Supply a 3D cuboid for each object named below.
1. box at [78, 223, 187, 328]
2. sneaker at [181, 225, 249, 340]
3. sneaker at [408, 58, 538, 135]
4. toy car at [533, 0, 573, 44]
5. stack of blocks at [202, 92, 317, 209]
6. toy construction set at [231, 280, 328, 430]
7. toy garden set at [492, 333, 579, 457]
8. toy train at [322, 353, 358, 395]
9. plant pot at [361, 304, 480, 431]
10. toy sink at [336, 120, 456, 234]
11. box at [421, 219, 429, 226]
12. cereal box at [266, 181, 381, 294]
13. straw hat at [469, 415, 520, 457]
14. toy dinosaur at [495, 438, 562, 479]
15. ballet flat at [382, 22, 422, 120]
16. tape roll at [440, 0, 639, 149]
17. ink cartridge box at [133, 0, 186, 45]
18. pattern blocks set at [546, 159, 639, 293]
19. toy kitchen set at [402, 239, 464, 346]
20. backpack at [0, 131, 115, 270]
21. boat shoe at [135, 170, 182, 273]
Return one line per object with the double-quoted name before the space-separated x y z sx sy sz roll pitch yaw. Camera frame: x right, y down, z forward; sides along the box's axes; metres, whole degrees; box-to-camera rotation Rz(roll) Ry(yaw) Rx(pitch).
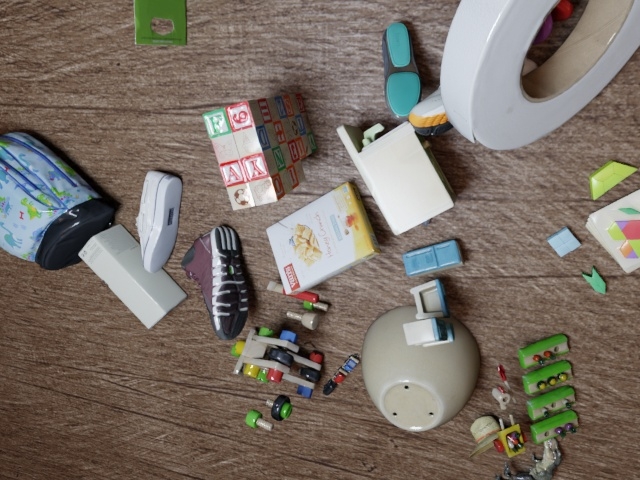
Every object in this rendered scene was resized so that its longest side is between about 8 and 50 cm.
"box" -0.504 0.095 1.238 0.094 0.113 0.275 -39 94 27
"sneaker" -0.275 0.114 1.154 0.163 0.106 0.281 -14 74 34
"sneaker" 0.250 -0.283 0.814 0.263 0.099 0.121 -30 82 -17
"toy car" 0.345 -0.393 0.749 0.182 0.159 0.136 -40 121 5
"stack of blocks" -0.096 -0.185 0.892 0.087 0.297 0.171 -10 107 19
"toy construction set" -0.131 0.252 1.137 0.238 0.257 0.308 14 94 26
"toy garden set" 0.469 0.352 1.001 0.204 0.049 0.244 -18 106 -8
"toy train" 0.051 0.354 1.197 0.027 0.036 0.158 35 116 3
"plant pot" 0.218 0.316 1.044 0.285 0.191 0.283 6 111 15
"toy sink" 0.159 -0.150 0.894 0.131 0.153 0.234 -29 89 21
"box" 0.205 -0.077 0.992 0.083 0.018 0.067 23 114 9
"cereal box" 0.000 0.000 1.031 0.240 0.047 0.172 -29 69 24
"straw hat" 0.402 0.460 1.106 0.144 0.145 0.061 -51 52 27
"toy dinosaur" 0.506 0.596 1.132 0.118 0.064 0.268 10 116 7
"ballet flat" 0.150 -0.305 0.858 0.074 0.074 0.203 -8 74 21
"tape roll" 0.351 -0.310 0.671 0.392 0.392 0.072 -54 53 27
"ink cartridge box" -0.268 -0.509 0.887 0.097 0.189 0.255 14 115 11
"pattern blocks set" 0.628 -0.033 0.867 0.285 0.026 0.324 40 117 0
"toy kitchen set" 0.231 0.101 0.923 0.122 0.166 0.207 -18 70 22
"backpack" -0.761 -0.116 1.185 0.290 0.273 0.355 -38 83 33
"boat shoe" -0.427 -0.047 1.168 0.088 0.096 0.267 21 114 14
